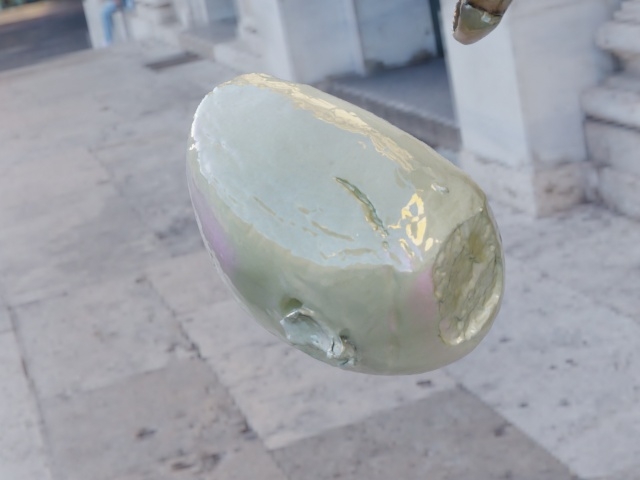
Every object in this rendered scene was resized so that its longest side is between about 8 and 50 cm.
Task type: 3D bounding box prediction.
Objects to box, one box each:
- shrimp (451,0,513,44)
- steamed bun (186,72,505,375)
[{"bbox_3d":[0.148,-0.276,0.914,0.075,0.289,0.178,10,21,0],"label":"shrimp"},{"bbox_3d":[0.000,0.000,0.914,0.238,0.170,0.153,27,66,27],"label":"steamed bun"}]
